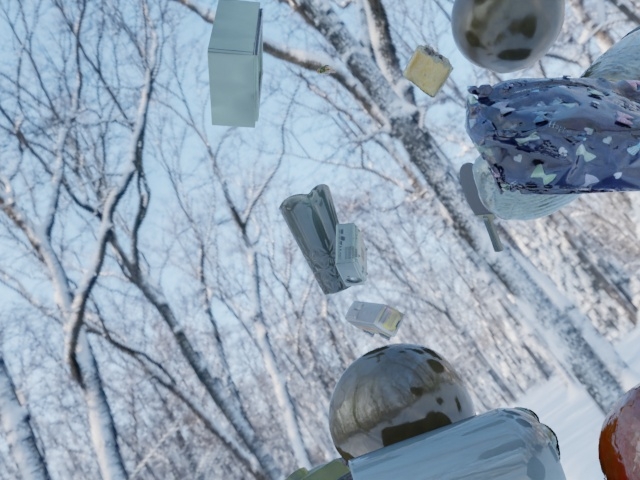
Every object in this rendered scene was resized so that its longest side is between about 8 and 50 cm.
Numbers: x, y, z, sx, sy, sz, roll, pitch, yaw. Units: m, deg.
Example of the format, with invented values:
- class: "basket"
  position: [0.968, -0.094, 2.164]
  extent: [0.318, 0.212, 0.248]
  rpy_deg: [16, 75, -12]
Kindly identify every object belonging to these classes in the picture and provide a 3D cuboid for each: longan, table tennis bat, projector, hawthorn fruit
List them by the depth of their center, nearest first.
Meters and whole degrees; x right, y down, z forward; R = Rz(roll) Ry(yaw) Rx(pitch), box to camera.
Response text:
- class: "hawthorn fruit"
  position: [0.429, 0.249, 0.773]
  extent: [0.215, 0.215, 0.250]
  rpy_deg: [-29, -53, -17]
- class: "longan"
  position: [0.162, 0.349, 1.287]
  extent: [0.300, 0.300, 0.243]
  rpy_deg: [-39, -19, 9]
- class: "projector"
  position: [0.080, 0.038, 1.673]
  extent: [0.061, 0.115, 0.147]
  rpy_deg: [-3, -27, 14]
- class: "longan"
  position: [0.511, -0.616, 1.818]
  extent: [0.319, 0.319, 0.319]
  rpy_deg: [-30, -21, -13]
- class: "table tennis bat"
  position: [0.513, -0.104, 2.096]
  extent: [0.022, 0.301, 0.173]
  rpy_deg: [-24, 5, -13]

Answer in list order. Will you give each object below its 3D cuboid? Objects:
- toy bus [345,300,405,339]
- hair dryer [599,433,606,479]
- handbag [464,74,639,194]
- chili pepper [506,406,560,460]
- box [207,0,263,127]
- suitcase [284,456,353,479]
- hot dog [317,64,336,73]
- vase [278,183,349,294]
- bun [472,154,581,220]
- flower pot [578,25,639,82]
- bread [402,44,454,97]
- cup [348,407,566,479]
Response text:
- class: "toy bus"
  position: [0.164, 0.240, 2.047]
  extent: [0.092, 0.106, 0.268]
  rpy_deg: [-61, 15, -11]
- class: "hair dryer"
  position: [0.761, 0.563, 1.717]
  extent: [0.054, 0.106, 0.154]
  rpy_deg: [-15, -58, -43]
- class: "handbag"
  position: [0.302, -0.125, 0.783]
  extent: [0.260, 0.162, 0.113]
  rpy_deg: [-1, -48, -4]
- class: "chili pepper"
  position: [0.490, 0.586, 1.783]
  extent: [0.256, 0.233, 0.249]
  rpy_deg: [-10, -58, -26]
- class: "box"
  position: [-0.207, -0.445, 1.676]
  extent: [0.117, 0.225, 0.225]
  rpy_deg: [4, -39, -3]
- class: "suitcase"
  position: [-0.008, 0.589, 1.460]
  extent: [0.234, 0.143, 0.194]
  rpy_deg: [-14, -43, -43]
- class: "hot dog"
  position: [0.015, -0.446, 1.740]
  extent: [0.037, 0.021, 0.083]
  rpy_deg: [-11, 6, 18]
- class: "vase"
  position: [0.000, 0.000, 1.910]
  extent: [0.156, 0.301, 0.251]
  rpy_deg: [-23, 5, -7]
- class: "bun"
  position: [0.585, -0.215, 1.851]
  extent: [0.354, 0.194, 0.354]
  rpy_deg: [-10, -43, -9]
- class: "flower pot"
  position: [0.670, -0.283, 1.389]
  extent: [0.330, 0.293, 0.294]
  rpy_deg: [-31, -19, -39]
- class: "bread"
  position: [0.295, -0.464, 1.809]
  extent: [0.082, 0.125, 0.106]
  rpy_deg: [-37, -19, -46]
- class: "cup"
  position: [0.219, 0.402, 1.063]
  extent: [0.312, 0.206, 0.205]
  rpy_deg: [-19, -22, -2]
